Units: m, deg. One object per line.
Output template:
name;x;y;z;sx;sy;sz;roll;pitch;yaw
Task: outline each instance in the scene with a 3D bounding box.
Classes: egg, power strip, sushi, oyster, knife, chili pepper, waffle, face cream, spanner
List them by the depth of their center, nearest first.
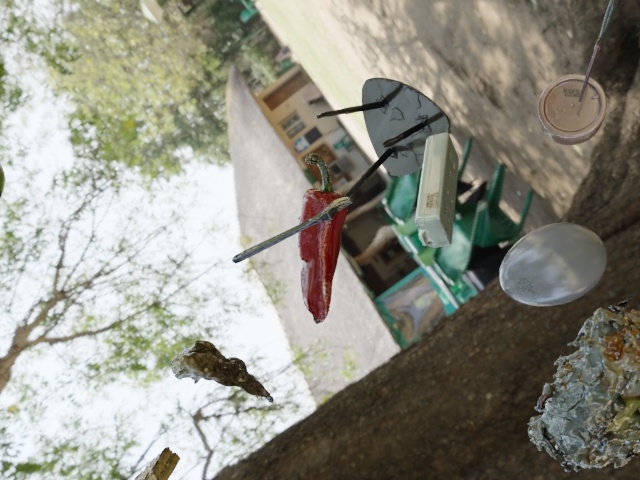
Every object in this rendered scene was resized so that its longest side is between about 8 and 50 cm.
spanner;-0.044;-0.015;1.015;0.012;0.209;0.046;60;-171;-19
egg;0.426;0.046;1.227;0.146;0.199;0.146;-20;-90;-85
sushi;0.617;0.321;1.370;0.417;0.417;0.176;48;-176;-39
waffle;-0.358;0.503;1.373;0.042;0.148;0.102;41;-160;-6
knife;0.595;-0.417;1.419;0.018;0.247;0.035;19;-167;20
chili pepper;0.000;0.000;1.492;0.110;0.110;0.387;-98;13;-77
power strip;0.266;-0.124;1.499;0.098;0.058;0.338;56;-145;-39
face cream;0.587;-0.304;1.560;0.149;0.149;0.104;55;-166;13
oyster;-0.266;0.312;1.612;0.361;0.222;0.096;41;-128;-55

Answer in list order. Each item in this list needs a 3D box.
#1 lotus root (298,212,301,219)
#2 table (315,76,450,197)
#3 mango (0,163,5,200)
lotus root;-0.009;-0.066;1.647;0.049;0.099;0.054;-44;-61;-57
table;0.144;-0.300;1.902;0.317;0.249;0.317;28;134;34
mango;-0.806;-0.153;1.517;0.175;0.293;0.143;-21;-115;-44
